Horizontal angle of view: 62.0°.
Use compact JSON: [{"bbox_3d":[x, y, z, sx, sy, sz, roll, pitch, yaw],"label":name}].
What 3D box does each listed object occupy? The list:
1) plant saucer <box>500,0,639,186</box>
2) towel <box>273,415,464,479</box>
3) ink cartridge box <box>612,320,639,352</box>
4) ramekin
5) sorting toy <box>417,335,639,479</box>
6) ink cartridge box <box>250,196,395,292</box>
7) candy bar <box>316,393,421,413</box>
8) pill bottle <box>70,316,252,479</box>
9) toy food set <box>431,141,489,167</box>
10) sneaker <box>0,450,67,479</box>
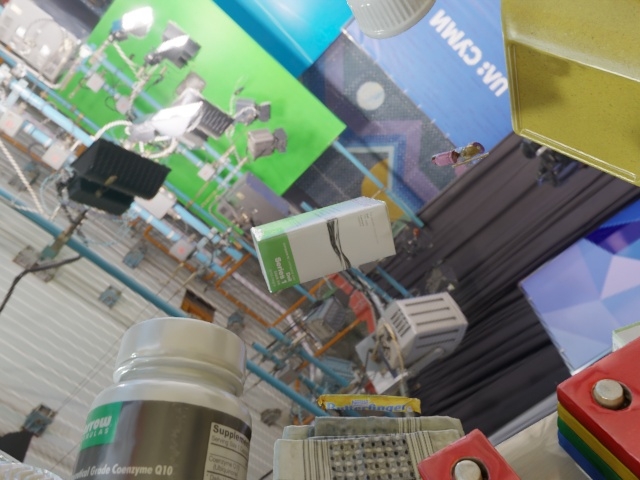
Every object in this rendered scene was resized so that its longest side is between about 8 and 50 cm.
[{"bbox_3d":[0.410,-0.216,0.806,0.333,0.081,0.332,35,171,34],"label":"plant saucer"},{"bbox_3d":[0.088,0.381,0.762,0.324,0.313,0.056,-95,3,-59],"label":"towel"},{"bbox_3d":[0.556,0.182,0.736,0.235,0.171,0.056,-110,1,-60],"label":"ink cartridge box"},{"bbox_3d":[0.152,-0.572,1.199,0.109,0.207,0.207,37,-160,-47],"label":"ramekin"},{"bbox_3d":[0.184,0.176,0.260,0.255,0.257,0.089,52,164,54],"label":"sorting toy"},{"bbox_3d":[0.000,0.000,0.917,0.160,0.220,0.092,-139,34,-76],"label":"ink cartridge box"},{"bbox_3d":[0.075,0.253,0.824,0.040,0.162,0.018,72,-159,-44],"label":"candy bar"},{"bbox_3d":[-0.190,0.291,0.635,0.204,0.204,0.360,33,-138,-35],"label":"pill bottle"},{"bbox_3d":[0.202,-0.132,0.807,0.122,0.078,0.019,-126,16,-77],"label":"toy food set"},{"bbox_3d":[-0.239,0.233,0.390,0.366,0.210,0.137,26,-123,15],"label":"sneaker"}]
